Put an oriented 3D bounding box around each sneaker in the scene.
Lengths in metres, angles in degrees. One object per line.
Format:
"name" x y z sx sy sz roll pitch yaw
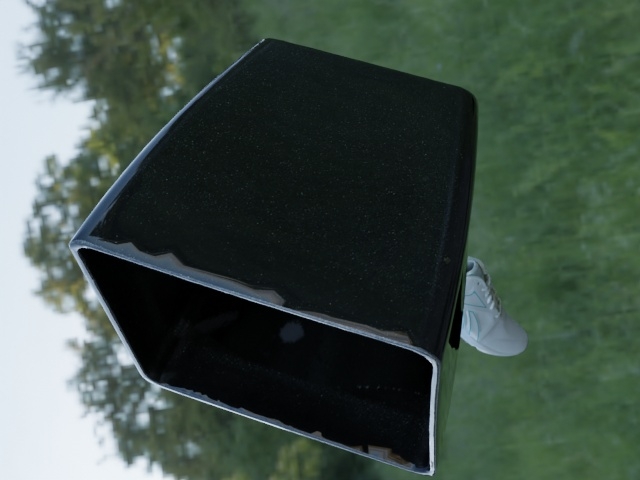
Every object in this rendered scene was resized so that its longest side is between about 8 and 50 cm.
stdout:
"sneaker" 0.142 0.055 1.094 0.152 0.061 0.053 35 -151 -16

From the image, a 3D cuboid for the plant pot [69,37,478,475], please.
"plant pot" 0.000 0.000 0.648 0.188 0.187 0.167 80 -151 -62
